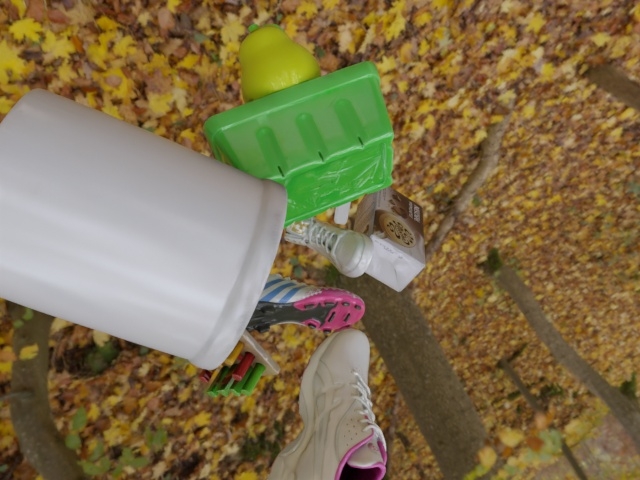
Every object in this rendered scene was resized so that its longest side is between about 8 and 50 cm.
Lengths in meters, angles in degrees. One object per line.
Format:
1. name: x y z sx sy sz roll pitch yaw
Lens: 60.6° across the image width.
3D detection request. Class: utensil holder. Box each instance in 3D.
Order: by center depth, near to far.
1. utensil holder: -0.293 -0.015 0.850 0.386 0.327 0.327 24 131 -17

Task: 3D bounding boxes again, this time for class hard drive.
1. hard drive: 0.081 -0.216 1.553 0.040 0.307 0.203 9 128 0

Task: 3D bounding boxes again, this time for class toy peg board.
1. toy peg board: -0.194 0.237 1.074 0.161 0.160 0.079 -16 -148 39

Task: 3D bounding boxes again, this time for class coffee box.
1. coffee box: 0.189 -0.021 1.523 0.168 0.297 0.119 31 123 -11

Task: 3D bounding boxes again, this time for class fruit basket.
1. fruit basket: -0.057 -0.251 1.136 0.392 0.392 0.283 -25 149 -9

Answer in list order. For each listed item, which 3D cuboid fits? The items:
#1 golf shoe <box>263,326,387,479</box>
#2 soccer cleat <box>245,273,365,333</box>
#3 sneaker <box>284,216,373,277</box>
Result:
1. golf shoe: 0.034 0.240 0.687 0.140 0.306 0.115 -13 130 34
2. soccer cleat: -0.059 0.124 1.205 0.332 0.143 0.116 3 128 -28
3. sneaker: 0.000 0.000 1.270 0.169 0.292 0.108 21 91 -20
